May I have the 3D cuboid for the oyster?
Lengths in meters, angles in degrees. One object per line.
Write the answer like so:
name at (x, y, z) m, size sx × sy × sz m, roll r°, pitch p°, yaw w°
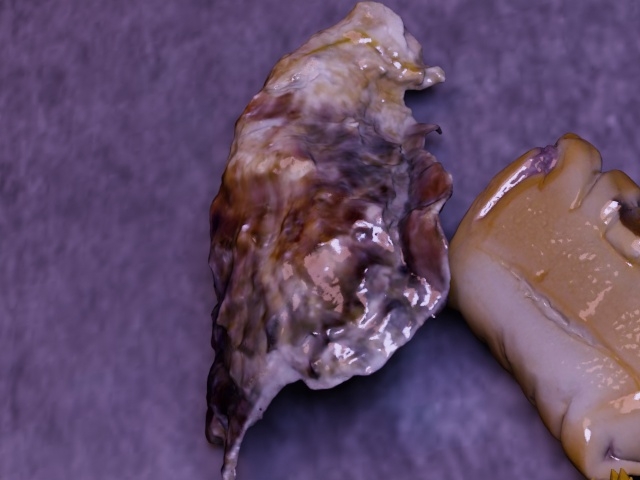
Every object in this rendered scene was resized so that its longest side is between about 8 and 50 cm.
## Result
oyster at (-0.007, -0.005, 1.181) m, size 0.275 × 0.100 × 0.271 m, roll -45°, pitch 38°, yaw 2°

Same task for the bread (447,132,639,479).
bread at (0.161, 0.042, 1.106) m, size 0.134 × 0.081 × 0.225 m, roll -40°, pitch 54°, yaw 4°

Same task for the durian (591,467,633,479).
durian at (0.118, 0.208, 0.995) m, size 0.249 × 0.183 × 0.138 m, roll -12°, pitch 19°, yaw 22°
